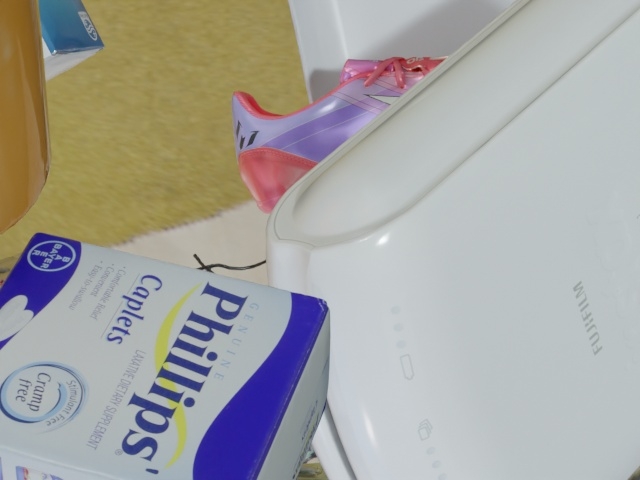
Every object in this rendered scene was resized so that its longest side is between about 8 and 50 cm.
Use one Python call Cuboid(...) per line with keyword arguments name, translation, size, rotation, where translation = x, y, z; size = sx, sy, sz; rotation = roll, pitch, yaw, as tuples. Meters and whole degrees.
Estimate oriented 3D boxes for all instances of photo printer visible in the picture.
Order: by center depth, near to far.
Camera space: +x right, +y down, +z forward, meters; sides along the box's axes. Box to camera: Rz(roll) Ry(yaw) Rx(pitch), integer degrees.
Cuboid(name="photo printer", translation=(0.110, 0.022, 0.965), size=(0.307, 0.107, 0.256), rotation=(-40, 124, -30))

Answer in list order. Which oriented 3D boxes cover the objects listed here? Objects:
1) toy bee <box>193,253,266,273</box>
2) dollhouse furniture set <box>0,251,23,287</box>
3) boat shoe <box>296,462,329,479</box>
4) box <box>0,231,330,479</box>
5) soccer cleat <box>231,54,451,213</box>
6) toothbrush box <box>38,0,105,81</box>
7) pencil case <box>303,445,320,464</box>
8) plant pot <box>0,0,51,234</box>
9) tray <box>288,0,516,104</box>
Cuboid(name="toy bee", translation=(0.000, 0.000, 2.086), size=(0.162, 0.298, 0.195), rotation=(-56, 153, -31))
Cuboid(name="dollhouse furniture set", translation=(-0.275, 0.090, 1.981), size=(0.129, 0.183, 0.129), rotation=(-23, 115, -47))
Cuboid(name="boat shoe", translation=(-0.031, 0.208, 1.289), size=(0.302, 0.094, 0.109), rotation=(5, 124, 4))
Cuboid(name="box", translation=(-0.077, 0.072, 0.743), size=(0.137, 0.126, 0.072), rotation=(13, 132, 10))
Cuboid(name="soccer cleat", translation=(0.066, -0.083, 1.112), size=(0.248, 0.083, 0.095), rotation=(-19, 92, 4))
Cuboid(name="toothbrush box", translation=(-0.351, -0.237, 1.490), size=(0.216, 0.126, 0.295), rotation=(-26, 91, 14))
Cuboid(name="pencil case", translation=(0.008, 0.259, 1.823), size=(0.410, 0.183, 0.160), rotation=(5, 140, -20))
Cuboid(name="plant pot", translation=(-0.198, -0.090, 0.748), size=(0.205, 0.205, 0.188), rotation=(-29, 133, -17))
Cuboid(name="tray", translation=(0.115, -0.165, 1.172), size=(0.270, 0.030, 0.145), rotation=(-13, 90, 5))
